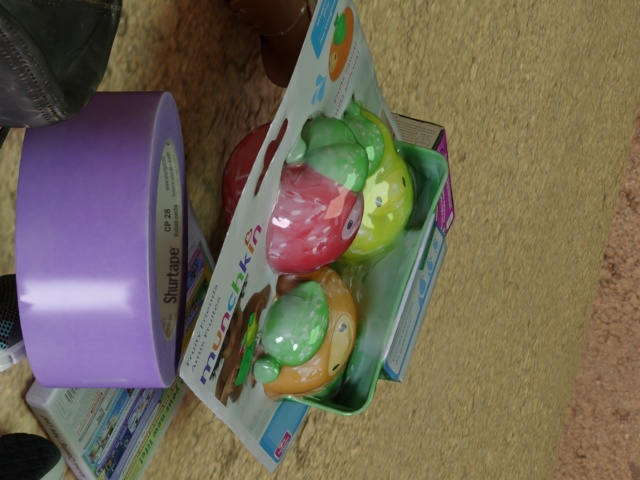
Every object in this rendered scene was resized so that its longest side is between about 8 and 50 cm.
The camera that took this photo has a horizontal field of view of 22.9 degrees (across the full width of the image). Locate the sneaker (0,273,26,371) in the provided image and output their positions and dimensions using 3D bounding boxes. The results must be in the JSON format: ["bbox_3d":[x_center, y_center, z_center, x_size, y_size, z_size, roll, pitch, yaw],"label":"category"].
[{"bbox_3d":[-0.221,0.047,0.940,0.166,0.065,0.076,-43,138,-58],"label":"sneaker"}]

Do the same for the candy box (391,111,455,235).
[{"bbox_3d":[0.061,0.009,1.611,0.233,0.071,0.159,-61,156,-29],"label":"candy box"}]

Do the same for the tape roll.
[{"bbox_3d":[-0.134,0.000,1.001,0.189,0.080,0.189,-1,90,-88],"label":"tape roll"}]

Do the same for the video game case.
[{"bbox_3d":[-0.141,0.082,1.219,0.193,0.023,0.212,74,37,-54],"label":"video game case"}]

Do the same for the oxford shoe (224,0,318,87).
[{"bbox_3d":[-0.045,-0.192,1.228,0.076,0.076,0.212,-30,145,-18],"label":"oxford shoe"}]

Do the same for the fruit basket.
[{"bbox_3d":[0.000,0.000,1.218,0.353,0.165,0.327,77,31,-71],"label":"fruit basket"}]

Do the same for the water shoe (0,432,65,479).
[{"bbox_3d":[-0.228,0.206,1.020,0.203,0.073,0.080,-43,145,-53],"label":"water shoe"}]

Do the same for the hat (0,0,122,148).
[{"bbox_3d":[-0.181,-0.130,0.811,0.331,0.134,0.331,-51,151,-45],"label":"hat"}]
